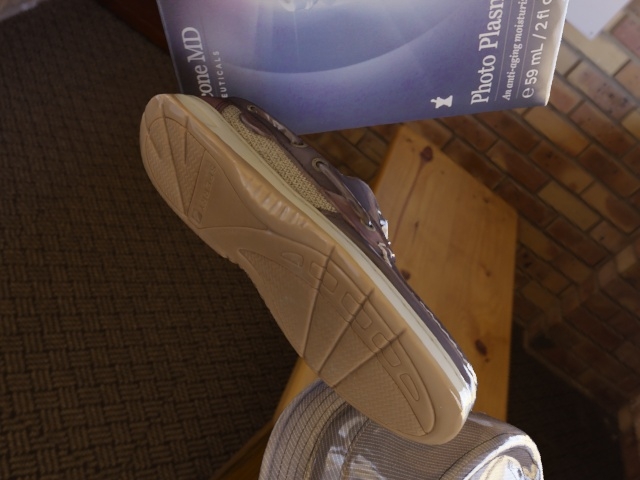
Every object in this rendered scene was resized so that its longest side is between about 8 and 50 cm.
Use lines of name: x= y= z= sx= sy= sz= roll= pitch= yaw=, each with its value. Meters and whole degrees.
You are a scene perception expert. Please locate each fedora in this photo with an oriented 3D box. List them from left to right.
fedora: x=0.092 y=0.215 z=0.567 sx=0.275 sy=0.124 sz=0.243 roll=21 pitch=69 yaw=-42

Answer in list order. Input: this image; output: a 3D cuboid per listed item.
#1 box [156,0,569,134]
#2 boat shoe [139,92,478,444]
box: x=0.022 y=-0.243 z=0.523 sx=0.294 sy=0.296 sz=0.182 roll=-7 pitch=48 yaw=0
boat shoe: x=0.000 y=0.000 z=0.462 sx=0.285 sy=0.103 sz=0.092 roll=44 pitch=48 yaw=18
